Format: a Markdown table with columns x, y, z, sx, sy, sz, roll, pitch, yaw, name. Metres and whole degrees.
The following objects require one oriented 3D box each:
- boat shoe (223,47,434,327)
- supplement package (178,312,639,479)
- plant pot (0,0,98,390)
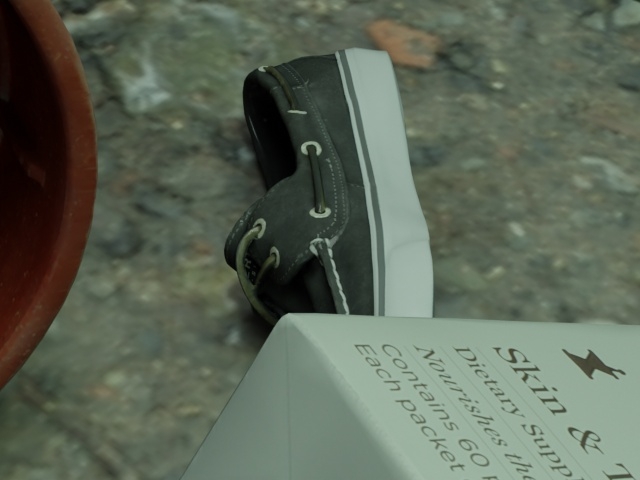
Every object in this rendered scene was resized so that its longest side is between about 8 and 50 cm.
| x | y | z | sx | sy | sz | roll | pitch | yaw | name |
| --- | --- | --- | --- | --- | --- | --- | --- | --- | --- |
| 0.000 | 0.000 | 0.766 | 0.076 | 0.080 | 0.228 | -2 | 43 | -3 | boat shoe |
| 0.090 | 0.154 | 0.467 | 0.262 | 0.198 | 0.199 | 4 | 37 | -43 | supplement package |
| -0.241 | -0.084 | 0.695 | 0.272 | 0.272 | 0.265 | -7 | 38 | -17 | plant pot |
